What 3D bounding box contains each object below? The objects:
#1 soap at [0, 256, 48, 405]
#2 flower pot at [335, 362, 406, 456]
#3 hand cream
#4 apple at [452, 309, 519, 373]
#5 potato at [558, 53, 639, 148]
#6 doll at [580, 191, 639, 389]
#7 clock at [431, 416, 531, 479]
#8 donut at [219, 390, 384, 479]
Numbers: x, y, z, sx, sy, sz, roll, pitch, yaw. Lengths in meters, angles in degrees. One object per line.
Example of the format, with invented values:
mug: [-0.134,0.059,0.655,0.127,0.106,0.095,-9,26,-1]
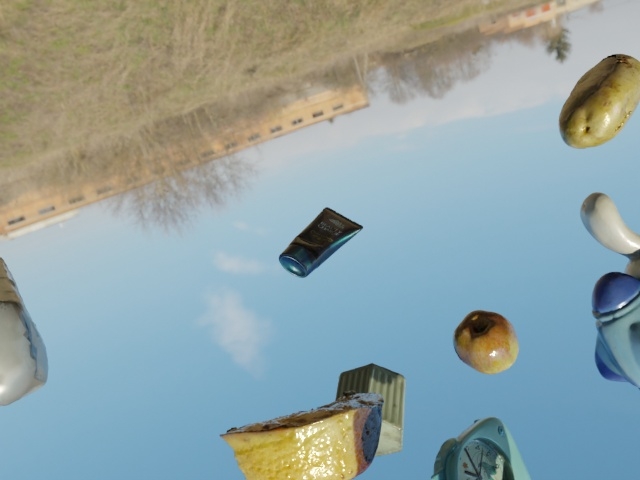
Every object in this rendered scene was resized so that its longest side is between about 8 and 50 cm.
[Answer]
soap: [-0.425,-0.018,0.533,0.213,0.350,0.435,-28,-160,-26]
flower pot: [0.148,0.516,1.839,0.209,0.239,0.189,4,-139,8]
hand cream: [0.000,0.000,1.542,0.120,0.061,0.270,29,-141,16]
apple: [0.328,0.197,1.201,0.126,0.102,0.126,-13,-141,11]
potato: [0.378,-0.187,0.819,0.170,0.080,0.107,-46,176,-39]
doll: [0.597,0.129,1.031,0.376,0.187,0.365,16,-107,22]
clock: [0.366,0.559,1.442,0.274,0.223,0.094,-12,164,-34]
donut: [0.020,0.296,0.900,0.295,0.112,0.151,-5,172,-45]
